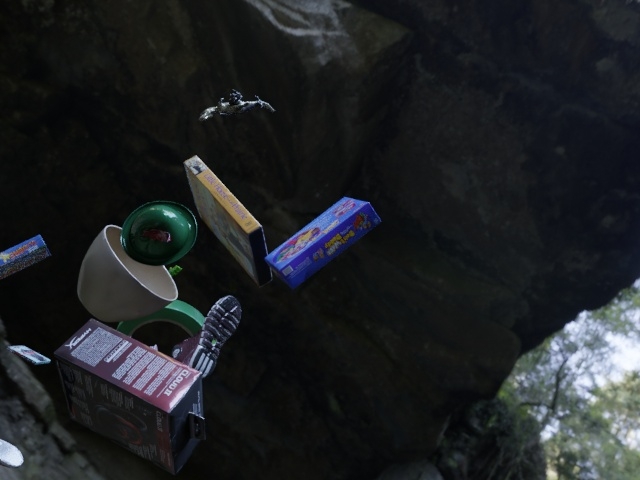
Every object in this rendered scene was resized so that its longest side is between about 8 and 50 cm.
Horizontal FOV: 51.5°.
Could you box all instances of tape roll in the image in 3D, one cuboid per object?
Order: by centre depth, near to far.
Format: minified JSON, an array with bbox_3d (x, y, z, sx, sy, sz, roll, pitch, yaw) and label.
[{"bbox_3d":[-0.515,0.347,2.176,0.321,0.321,0.077,49,9,-18],"label":"tape roll"}]

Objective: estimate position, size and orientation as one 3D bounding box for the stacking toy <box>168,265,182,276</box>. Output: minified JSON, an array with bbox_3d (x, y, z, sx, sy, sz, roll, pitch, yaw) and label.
[{"bbox_3d":[-0.580,0.073,2.175,0.221,0.052,0.167,-20,-45,40],"label":"stacking toy"}]

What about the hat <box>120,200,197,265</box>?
[{"bbox_3d":[-0.372,-0.054,1.470,0.209,0.173,0.183,14,-25,12],"label":"hat"}]

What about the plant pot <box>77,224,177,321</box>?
[{"bbox_3d":[-0.578,0.124,1.903,0.284,0.191,0.284,48,6,-6],"label":"plant pot"}]

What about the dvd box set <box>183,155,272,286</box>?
[{"bbox_3d":[-0.323,-0.067,2.321,0.420,0.062,0.307,46,-23,31],"label":"dvd box set"}]

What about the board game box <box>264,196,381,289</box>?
[{"bbox_3d":[0.000,0.000,2.118,0.078,0.347,0.233,55,-8,-16],"label":"board game box"}]

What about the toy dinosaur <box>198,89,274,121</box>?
[{"bbox_3d":[-0.244,-0.417,2.047,0.118,0.268,0.064,-21,-99,61],"label":"toy dinosaur"}]

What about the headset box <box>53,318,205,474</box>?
[{"bbox_3d":[-0.352,0.311,1.291,0.293,0.110,0.218,21,-47,17],"label":"headset box"}]

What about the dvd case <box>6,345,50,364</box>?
[{"bbox_3d":[-0.984,0.386,2.239,0.119,0.013,0.087,23,-2,11],"label":"dvd case"}]

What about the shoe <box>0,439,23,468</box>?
[{"bbox_3d":[-0.987,0.648,2.008,0.178,0.063,0.081,33,-65,0],"label":"shoe"}]

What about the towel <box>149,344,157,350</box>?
[{"bbox_3d":[-0.455,0.364,1.826,0.197,0.029,0.144,155,-77,-77],"label":"towel"}]

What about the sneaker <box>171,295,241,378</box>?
[{"bbox_3d":[-0.354,0.280,1.954,0.163,0.281,0.106,-12,-53,37],"label":"sneaker"}]

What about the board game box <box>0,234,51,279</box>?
[{"bbox_3d":[-0.859,0.059,1.842,0.035,0.201,0.136,59,-20,5],"label":"board game box"}]
